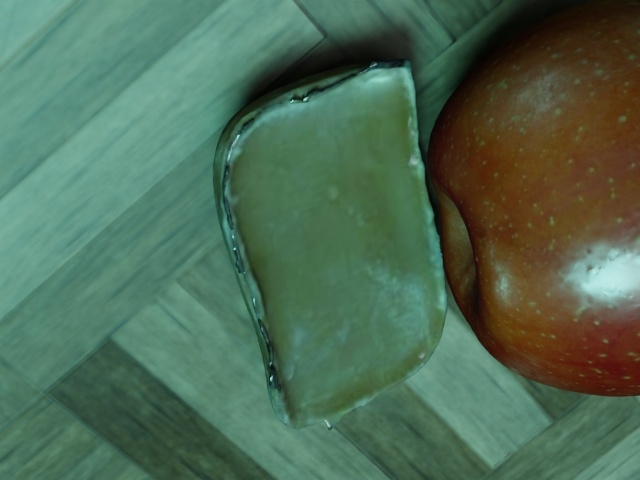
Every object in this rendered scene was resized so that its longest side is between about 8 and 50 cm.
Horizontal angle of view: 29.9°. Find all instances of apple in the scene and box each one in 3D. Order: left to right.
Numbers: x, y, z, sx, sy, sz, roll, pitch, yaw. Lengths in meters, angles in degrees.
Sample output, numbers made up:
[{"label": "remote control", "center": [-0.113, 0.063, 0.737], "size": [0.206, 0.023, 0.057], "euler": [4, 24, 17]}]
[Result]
[{"label": "apple", "center": [0.188, -0.024, 0.791], "size": [0.217, 0.260, 0.260], "euler": [-18, 119, -5]}]

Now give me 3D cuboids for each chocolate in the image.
[{"label": "chocolate", "center": [-0.001, -0.001, 0.847], "size": [0.161, 0.083, 0.261], "euler": [-22, 122, -23]}]
